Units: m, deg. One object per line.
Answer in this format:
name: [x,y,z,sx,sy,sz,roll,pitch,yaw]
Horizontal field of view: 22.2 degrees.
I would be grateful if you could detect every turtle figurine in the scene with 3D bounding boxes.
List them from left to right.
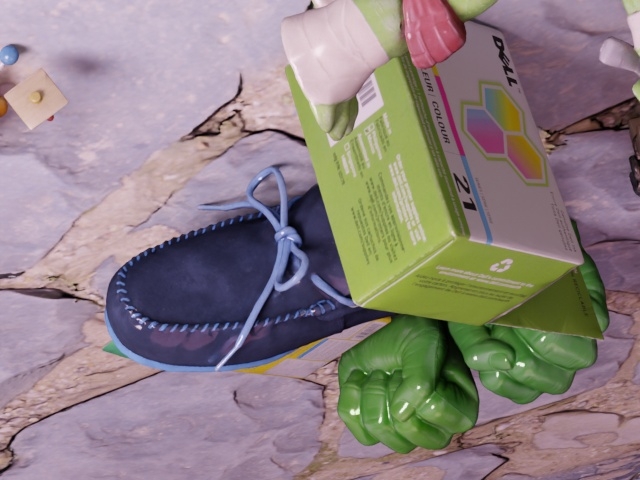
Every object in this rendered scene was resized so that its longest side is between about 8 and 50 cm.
turtle figurine: [0.134,-0.122,0.843,0.266,0.197,0.275,-20,151,20]

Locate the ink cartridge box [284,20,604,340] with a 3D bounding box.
ink cartridge box: [0.117,-0.044,1.103,0.255,0.188,0.097,10,144,-42]

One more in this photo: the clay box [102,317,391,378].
clay box: [-0.065,0.062,1.380,0.222,0.053,0.127,12,145,-39]

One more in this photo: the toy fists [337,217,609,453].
toy fists: [0.127,0.091,1.429,0.279,0.142,0.096,-29,150,28]

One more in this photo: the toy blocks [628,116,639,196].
toy blocks: [0.407,-0.032,1.181,0.309,0.260,0.288,-16,155,6]

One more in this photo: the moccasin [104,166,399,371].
moccasin: [0.000,0.000,1.233,0.342,0.137,0.117,-17,154,-28]

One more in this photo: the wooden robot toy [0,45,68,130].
wooden robot toy: [-0.238,-0.064,1.030,0.173,0.076,0.079,-13,165,0]
